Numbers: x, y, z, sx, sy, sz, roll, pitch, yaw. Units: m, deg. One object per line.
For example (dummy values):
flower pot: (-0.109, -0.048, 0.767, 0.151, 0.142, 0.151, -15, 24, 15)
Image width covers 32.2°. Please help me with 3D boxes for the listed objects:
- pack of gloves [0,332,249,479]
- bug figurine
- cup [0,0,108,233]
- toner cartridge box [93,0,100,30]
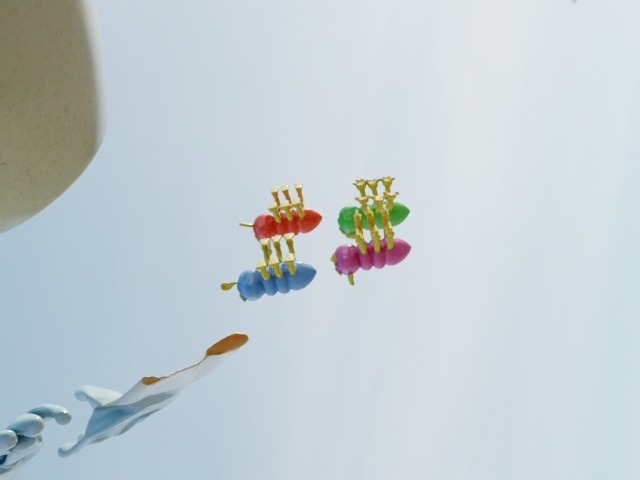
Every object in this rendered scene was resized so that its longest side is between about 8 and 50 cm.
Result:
pack of gloves: (-0.180, 0.119, 0.760, 0.195, 0.046, 0.232, -20, -12, -34)
bug figurine: (0.000, 0.000, 1.305, 0.279, 0.216, 0.072, -82, -20, -69)
cup: (-0.300, -0.138, 0.862, 0.237, 0.331, 0.331, 55, -128, -35)
toner cartridge box: (-0.413, -0.215, 1.141, 0.165, 0.348, 0.075, -94, 4, -62)
